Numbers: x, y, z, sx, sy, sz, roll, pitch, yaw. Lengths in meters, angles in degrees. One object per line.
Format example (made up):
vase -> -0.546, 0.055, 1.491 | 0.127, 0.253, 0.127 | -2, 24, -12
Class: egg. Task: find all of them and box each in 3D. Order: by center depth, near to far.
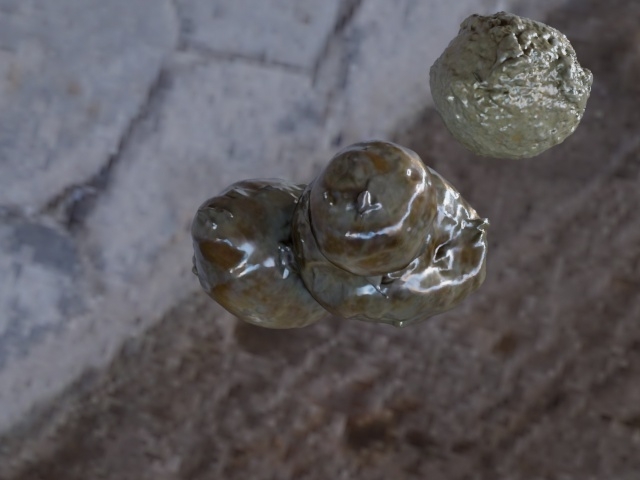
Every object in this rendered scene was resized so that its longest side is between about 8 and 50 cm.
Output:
egg -> 0.143, -0.118, 1.481 | 0.140, 0.118, 0.116 | -11, 75, -62

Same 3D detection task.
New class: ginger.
ginger -> 0.000, 0.000, 1.968 | 0.256, 0.375, 0.176 | 17, 71, -41
